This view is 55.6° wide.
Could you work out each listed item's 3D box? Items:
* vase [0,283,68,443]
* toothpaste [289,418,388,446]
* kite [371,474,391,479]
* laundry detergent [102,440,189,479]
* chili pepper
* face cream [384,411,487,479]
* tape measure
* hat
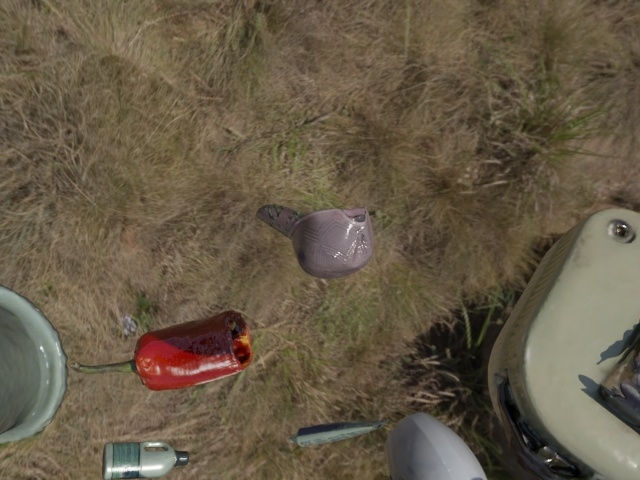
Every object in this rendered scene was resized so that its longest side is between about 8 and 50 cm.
[{"bbox_3d":[-0.493,0.197,0.739,0.245,0.291,0.244,1,98,9],"label":"vase"},{"bbox_3d":[0.035,0.463,1.469,0.069,0.269,0.047,46,38,-37],"label":"toothpaste"},{"bbox_3d":[0.259,0.787,1.875,0.328,0.013,0.377,-8,138,16],"label":"kite"},{"bbox_3d":[-0.472,0.595,1.651,0.226,0.099,0.070,5,131,-23],"label":"laundry detergent"},{"bbox_3d":[-0.312,0.242,1.243,0.339,0.131,0.134,-17,98,7],"label":"chili pepper"},{"bbox_3d":[0.323,0.658,1.611,0.220,0.357,0.312,-15,133,-18],"label":"face cream"},{"bbox_3d":[0.283,0.125,0.483,0.271,0.133,0.231,32,72,7],"label":"tape measure"},{"bbox_3d":[-0.002,0.001,0.365,0.058,0.087,0.042,5,87,-40],"label":"hat"}]
